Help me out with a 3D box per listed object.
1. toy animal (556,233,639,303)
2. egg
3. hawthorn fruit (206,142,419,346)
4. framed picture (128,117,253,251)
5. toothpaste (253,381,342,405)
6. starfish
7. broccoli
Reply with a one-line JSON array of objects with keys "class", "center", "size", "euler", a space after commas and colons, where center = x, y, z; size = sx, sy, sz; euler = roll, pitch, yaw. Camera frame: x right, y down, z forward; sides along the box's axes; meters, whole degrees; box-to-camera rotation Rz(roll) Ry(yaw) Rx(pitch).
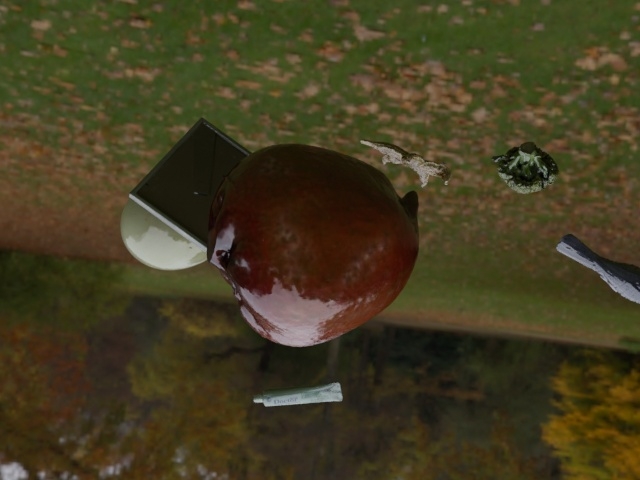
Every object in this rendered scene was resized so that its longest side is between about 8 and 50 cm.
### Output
[{"class": "toy animal", "center": [0.737, 0.092, 2.359], "size": [0.367, 0.081, 0.206], "euler": [32, -175, 10]}, {"class": "egg", "center": [-0.270, -0.043, 1.929], "size": [0.253, 0.189, 0.188], "euler": [-24, -171, -25]}, {"class": "hawthorn fruit", "center": [-0.012, 0.012, 1.400], "size": [0.311, 0.295, 0.295], "euler": [15, 173, -15]}, {"class": "framed picture", "center": [-0.183, -0.091, 1.539], "size": [0.150, 0.203, 0.015], "euler": [35, 143, 0]}, {"class": "toothpaste", "center": [-0.056, 0.376, 2.380], "size": [0.218, 0.064, 0.041], "euler": [-6, -144, 7]}, {"class": "starfish", "center": [0.205, -0.185, 2.324], "size": [0.235, 0.062, 0.277], "euler": [23, -179, 15]}, {"class": "broccoli", "center": [0.453, -0.162, 2.145], "size": [0.130, 0.131, 0.120], "euler": [-12, 142, -2]}]
